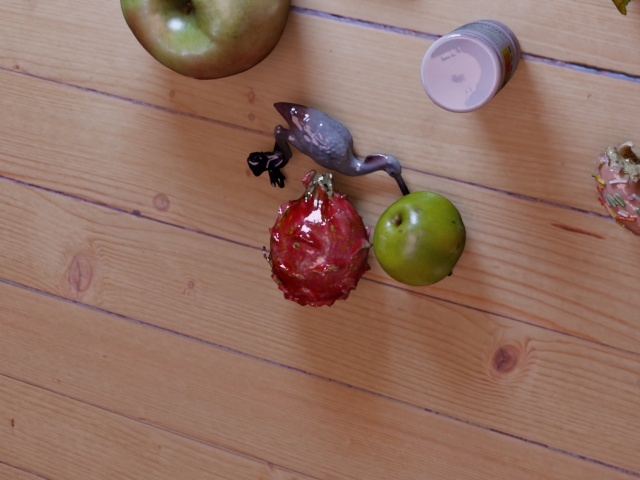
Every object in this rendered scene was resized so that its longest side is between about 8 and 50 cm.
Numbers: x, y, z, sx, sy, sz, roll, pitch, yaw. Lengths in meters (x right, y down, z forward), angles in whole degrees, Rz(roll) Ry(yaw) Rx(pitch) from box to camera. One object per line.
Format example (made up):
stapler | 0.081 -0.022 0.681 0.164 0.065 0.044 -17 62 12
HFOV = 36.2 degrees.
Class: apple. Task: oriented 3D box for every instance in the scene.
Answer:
apple | -0.199 -0.452 1.767 0.319 0.277 0.319 12 120 21

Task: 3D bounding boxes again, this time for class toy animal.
toy animal | 0.020 -0.175 1.878 0.324 0.090 0.195 6 134 12

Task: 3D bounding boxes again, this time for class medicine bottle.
medicine bottle | 0.259 -0.300 1.660 0.133 0.250 0.133 6 109 17

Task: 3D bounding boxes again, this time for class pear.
pear | 0.202 0.007 1.842 0.216 0.166 0.180 33 88 -36

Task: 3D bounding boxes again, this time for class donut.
donut | 0.585 -0.087 1.640 0.233 0.085 0.199 -21 104 24

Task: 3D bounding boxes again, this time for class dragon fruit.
dragon fruit | 0.000 0.000 1.879 0.205 0.210 0.268 -3 111 -18

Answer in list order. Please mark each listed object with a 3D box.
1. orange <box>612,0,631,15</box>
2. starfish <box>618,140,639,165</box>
orange | 0.550 -0.473 1.537 0.237 0.179 0.158 -22 102 26
starfish | 0.613 -0.093 1.709 0.238 0.071 0.216 34 110 -5
